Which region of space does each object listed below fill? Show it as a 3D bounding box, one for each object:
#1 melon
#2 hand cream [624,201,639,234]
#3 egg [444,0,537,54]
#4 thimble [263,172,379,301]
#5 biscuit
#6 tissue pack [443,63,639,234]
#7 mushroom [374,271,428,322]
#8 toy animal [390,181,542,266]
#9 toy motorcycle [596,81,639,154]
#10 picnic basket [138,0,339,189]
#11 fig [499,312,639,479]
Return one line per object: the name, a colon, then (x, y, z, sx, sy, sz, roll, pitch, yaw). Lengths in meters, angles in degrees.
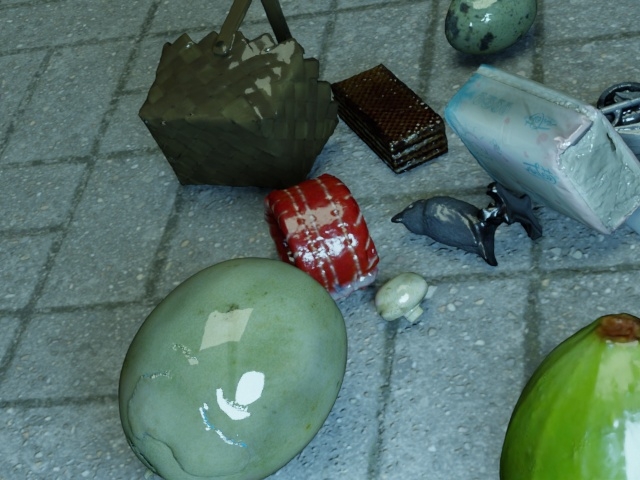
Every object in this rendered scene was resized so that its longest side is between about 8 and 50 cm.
melon: (-0.117, 0.178, 1.739, 0.268, 0.268, 0.330, 25, 71, 40)
hand cream: (0.475, -0.039, 1.960, 0.079, 0.048, 0.255, -21, 36, -13)
egg: (0.297, -0.401, 2.377, 0.182, 0.141, 0.141, -37, 42, -9)
thimble: (-0.003, -0.006, 1.994, 0.125, 0.163, 0.189, -21, 39, -8)
biscuit: (0.113, -0.209, 2.269, 0.106, 0.070, 0.252, -25, 39, -12)
tissue pack: (0.329, -0.135, 1.975, 0.124, 0.201, 0.271, -51, 37, -5)
mushroom: (0.119, 0.083, 1.921, 0.083, 0.067, 0.083, -42, 0, 0)
toy animal: (0.213, -0.012, 2.013, 0.210, 0.121, 0.117, -10, 81, 35)
toy motorcycle: (0.549, -0.168, 2.042, 0.307, 0.108, 0.173, 10, 51, 32)
picnic basket: (-0.117, -0.254, 2.255, 0.291, 0.254, 0.321, 5, 54, 24)
fig: (0.338, 0.228, 1.476, 0.316, 0.316, 0.316, -10, 39, 8)
